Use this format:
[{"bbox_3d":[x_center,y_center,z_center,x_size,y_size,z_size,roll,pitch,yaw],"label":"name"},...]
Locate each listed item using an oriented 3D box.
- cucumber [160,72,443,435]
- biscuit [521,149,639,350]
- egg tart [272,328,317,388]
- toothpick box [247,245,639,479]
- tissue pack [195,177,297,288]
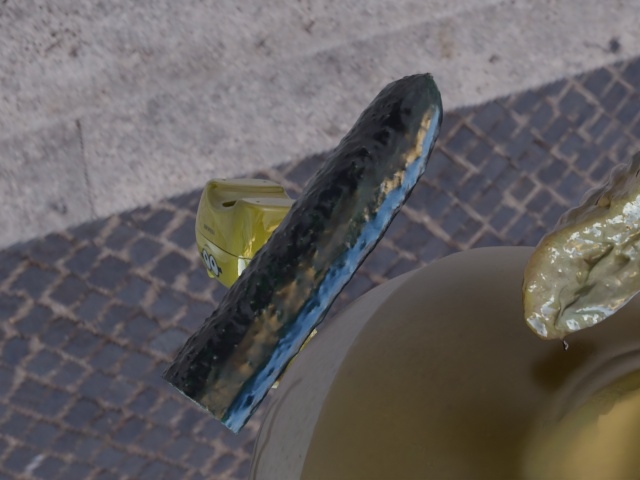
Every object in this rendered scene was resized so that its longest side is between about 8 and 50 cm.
[{"bbox_3d":[0.000,0.000,0.419,0.133,0.032,0.032,-54,135,-10],"label":"cucumber"},{"bbox_3d":[0.181,-0.016,0.709,0.183,0.061,0.118,-38,-171,43],"label":"biscuit"},{"bbox_3d":[-0.051,0.127,1.532,0.105,0.039,0.105,0,88,-2],"label":"egg tart"},{"bbox_3d":[0.162,0.211,0.913,0.409,0.425,0.409,-1,94,-13],"label":"toothpick box"},{"bbox_3d":[-0.079,-0.001,1.577,0.123,0.178,0.127,-1,106,-24],"label":"tissue pack"}]
